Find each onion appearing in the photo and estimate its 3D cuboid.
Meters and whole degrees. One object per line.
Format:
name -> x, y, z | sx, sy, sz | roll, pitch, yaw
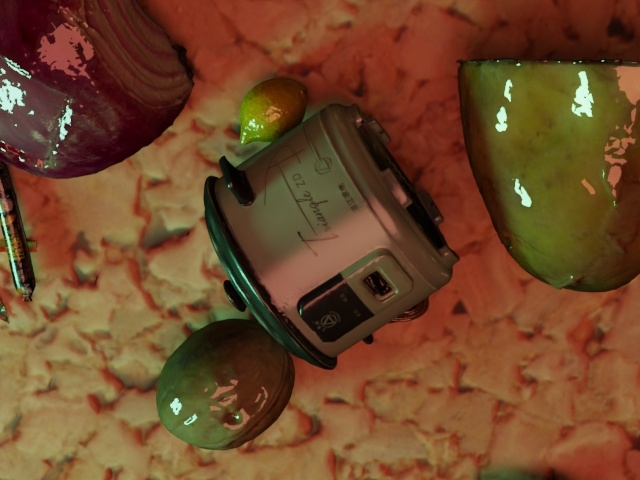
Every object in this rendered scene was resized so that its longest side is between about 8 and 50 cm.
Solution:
onion -> -0.269, -0.149, 1.786 | 0.247, 0.111, 0.250 | -31, 128, 13

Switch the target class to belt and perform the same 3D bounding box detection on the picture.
belt -> 0.079, 0.061, 1.945 | 0.083, 0.036, 0.059 | 11, 119, -4

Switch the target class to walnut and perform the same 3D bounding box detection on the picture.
walnut -> -0.106, 0.161, 1.934 | 0.140, 0.140, 0.162 | 42, 92, -16

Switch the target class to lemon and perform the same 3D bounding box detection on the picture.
lemon -> -0.052, -0.136, 1.847 | 0.092, 0.065, 0.065 | -40, 107, 12

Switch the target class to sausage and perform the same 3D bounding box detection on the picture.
sausage -> -0.342, -0.024, 1.908 | 0.028, 0.025, 0.198 | -13, 108, -11

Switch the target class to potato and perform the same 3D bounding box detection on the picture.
potato -> 0.273, -0.063, 1.752 | 0.301, 0.289, 0.237 | 4, 96, 21

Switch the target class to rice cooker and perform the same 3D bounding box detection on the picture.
rice cooker -> 0.000, 0.000, 1.810 | 0.227, 0.241, 0.280 | -33, 130, 9

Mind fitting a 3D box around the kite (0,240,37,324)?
kite -> -0.393, 0.015, 1.937 | 0.159, 0.010, 0.190 | -13, 113, 2
